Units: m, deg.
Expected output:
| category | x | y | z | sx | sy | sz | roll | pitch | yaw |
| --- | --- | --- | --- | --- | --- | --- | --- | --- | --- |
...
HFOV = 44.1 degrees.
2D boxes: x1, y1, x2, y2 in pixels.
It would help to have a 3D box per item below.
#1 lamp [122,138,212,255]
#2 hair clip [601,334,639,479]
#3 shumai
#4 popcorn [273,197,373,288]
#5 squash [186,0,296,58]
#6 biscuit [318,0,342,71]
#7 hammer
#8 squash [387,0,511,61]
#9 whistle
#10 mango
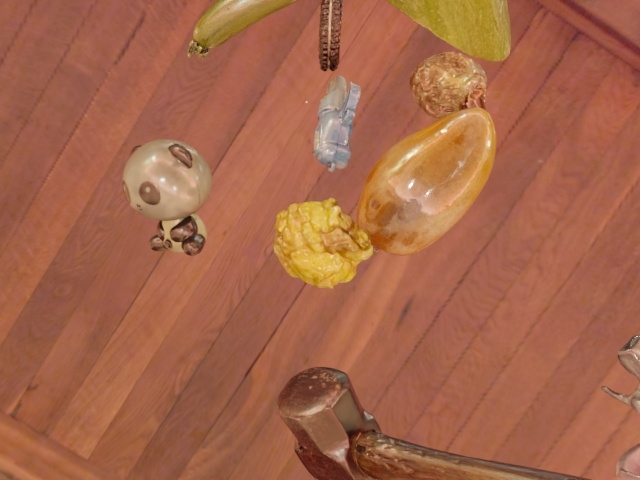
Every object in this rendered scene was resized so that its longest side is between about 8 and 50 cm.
| category | x | y | z | sx | sy | sz | roll | pitch | yaw |
| --- | --- | --- | --- | --- | --- | --- | --- | --- | --- |
| lamp | -0.317 | -0.093 | 1.672 | 0.198 | 0.197 | 0.243 | -10 | 107 | 1 |
| hair clip | 0.285 | 0.131 | 0.534 | 0.187 | 0.146 | 0.056 | 30 | 135 | 23 |
| shumai | 0.327 | -0.362 | 1.878 | 0.210 | 0.153 | 0.161 | 4 | 107 | -22 |
| popcorn | 0.004 | -0.004 | 1.523 | 0.198 | 0.197 | 0.155 | 34 | 117 | -6 |
| squash | -0.113 | -0.426 | 1.403 | 0.318 | 0.080 | 0.071 | -30 | 92 | 2 |
| biscuit | 0.023 | -0.489 | 1.842 | 0.053 | 0.194 | 0.194 | 3 | 100 | 1 |
| hammer | 0.148 | 0.278 | 0.962 | 0.409 | 0.095 | 0.242 | 0 | 127 | 39 |
| squash | 0.129 | -0.307 | 0.966 | 0.189 | 0.260 | 0.189 | -9 | 58 | 14 |
| whistle | 0.034 | -0.276 | 1.871 | 0.093 | 0.180 | 0.269 | 18 | 60 | -18 |
| mango | 0.231 | -0.130 | 1.709 | 0.221 | 0.199 | 0.384 | 36 | 106 | -10 |
